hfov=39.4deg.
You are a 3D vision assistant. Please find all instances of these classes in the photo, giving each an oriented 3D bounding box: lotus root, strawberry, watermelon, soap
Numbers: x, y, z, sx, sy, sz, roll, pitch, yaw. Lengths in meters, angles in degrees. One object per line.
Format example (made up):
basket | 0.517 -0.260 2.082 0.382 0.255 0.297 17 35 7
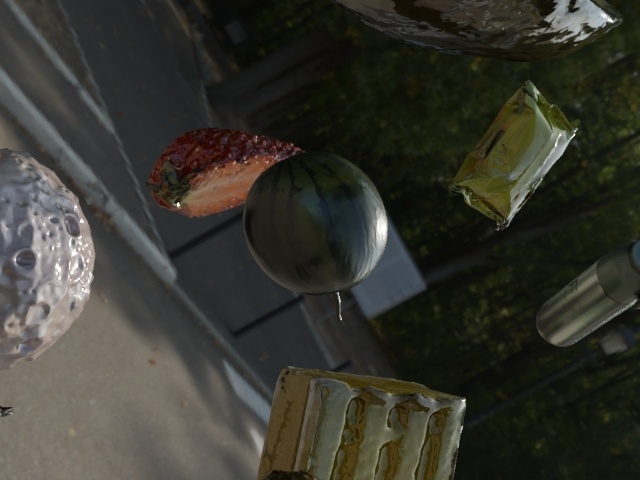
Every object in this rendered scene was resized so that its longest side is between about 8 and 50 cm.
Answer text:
lotus root | 0.094 -0.195 0.646 0.314 0.142 0.210 1 52 -58
strawberry | -0.135 -0.111 1.234 0.236 0.175 0.107 -7 69 -56
watermelon | 0.000 0.000 0.666 0.105 0.105 0.133 -95 166 -87
soap | 0.052 0.369 1.326 0.156 0.293 0.335 9 -92 59

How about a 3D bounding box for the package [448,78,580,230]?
package | 0.307 -0.131 1.418 0.168 0.226 0.090 29 12 -41

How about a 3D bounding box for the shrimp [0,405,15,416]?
shrimp | -0.440 0.282 1.025 0.185 0.068 0.287 31 21 -36

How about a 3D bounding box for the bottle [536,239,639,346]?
bottle | 0.410 0.086 1.314 0.254 0.079 0.096 123 -39 -56

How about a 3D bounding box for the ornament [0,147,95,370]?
ornament | -0.375 0.030 0.976 0.259 0.259 0.225 -116 -169 -67

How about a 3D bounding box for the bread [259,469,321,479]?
bread | -0.011 0.170 0.519 0.082 0.060 0.113 39 -9 -20
